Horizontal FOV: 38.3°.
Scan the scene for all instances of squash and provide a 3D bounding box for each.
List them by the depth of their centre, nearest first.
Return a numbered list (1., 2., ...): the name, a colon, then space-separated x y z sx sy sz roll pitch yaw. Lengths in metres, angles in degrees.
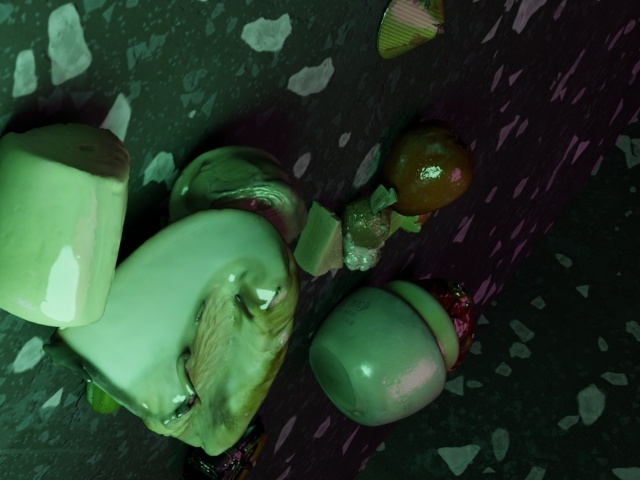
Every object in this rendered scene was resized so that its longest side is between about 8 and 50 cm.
1. squash: -0.322 0.185 1.425 0.069 0.069 0.239 -32 149 -46

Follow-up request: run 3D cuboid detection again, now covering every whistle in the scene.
1. whistle: 0.207 -0.089 2.097 0.288 0.106 0.131 -47 151 -22

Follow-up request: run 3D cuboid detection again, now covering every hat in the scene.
1. hat: 0.188 -0.392 1.644 0.193 0.082 0.193 -46 158 -26

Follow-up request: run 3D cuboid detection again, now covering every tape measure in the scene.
1. tape measure: -0.209 0.452 1.983 0.202 0.135 0.223 -53 164 -34

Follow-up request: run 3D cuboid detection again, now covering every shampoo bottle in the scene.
1. shampoo bottle: 0.147 0.272 2.208 0.317 0.322 0.322 -36 153 -25

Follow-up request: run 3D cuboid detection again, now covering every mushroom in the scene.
1. mushroom: -0.172 0.149 1.336 0.314 0.224 0.397 -51 162 -17

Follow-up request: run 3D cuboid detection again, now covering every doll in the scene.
1. doll: 0.092 -0.032 1.935 0.115 0.105 0.221 -87 -172 -47

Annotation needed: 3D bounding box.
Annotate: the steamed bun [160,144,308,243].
1. steamed bun: -0.131 -0.064 1.359 0.211 0.144 0.218 -14 160 7

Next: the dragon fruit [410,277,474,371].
1. dragon fruit: 0.287 0.248 2.554 0.342 0.277 0.277 -62 158 7

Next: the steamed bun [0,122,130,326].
1. steamed bun: -0.309 -0.024 1.055 0.200 0.170 0.225 -115 -142 -78

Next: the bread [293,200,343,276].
1. bread: 0.015 -0.011 1.839 0.105 0.077 0.152 -21 144 -49

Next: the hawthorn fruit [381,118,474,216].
1. hawthorn fruit: 0.211 -0.133 1.958 0.251 0.199 0.199 -48 162 21
